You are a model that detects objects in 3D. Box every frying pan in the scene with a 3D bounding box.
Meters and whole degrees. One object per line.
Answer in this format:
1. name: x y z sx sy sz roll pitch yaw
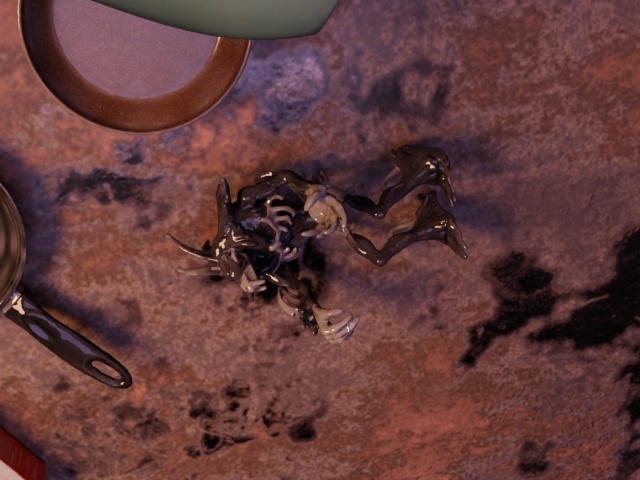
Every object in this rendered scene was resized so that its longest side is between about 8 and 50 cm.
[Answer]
1. frying pan: -0.307 0.014 0.809 0.326 0.053 0.197 15 110 -20

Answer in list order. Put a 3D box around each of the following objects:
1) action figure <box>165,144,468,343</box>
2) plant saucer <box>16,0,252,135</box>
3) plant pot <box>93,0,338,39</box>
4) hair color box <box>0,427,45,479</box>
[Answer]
1. action figure: 0.000 0.000 0.836 0.275 0.141 0.164 -17 128 -8
2. plant saucer: -0.158 -0.191 0.766 0.198 0.036 0.199 -5 114 -11
3. plant pot: -0.065 -0.270 0.584 0.235 0.293 0.293 26 105 -9
4. hair color box: -0.369 0.218 0.885 0.093 0.053 0.167 -35 118 4
